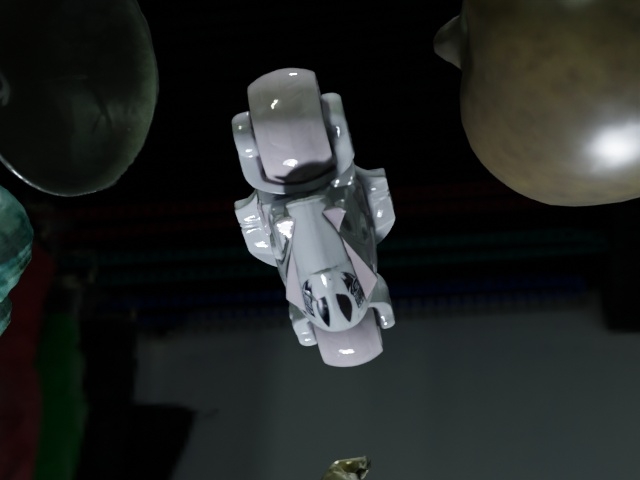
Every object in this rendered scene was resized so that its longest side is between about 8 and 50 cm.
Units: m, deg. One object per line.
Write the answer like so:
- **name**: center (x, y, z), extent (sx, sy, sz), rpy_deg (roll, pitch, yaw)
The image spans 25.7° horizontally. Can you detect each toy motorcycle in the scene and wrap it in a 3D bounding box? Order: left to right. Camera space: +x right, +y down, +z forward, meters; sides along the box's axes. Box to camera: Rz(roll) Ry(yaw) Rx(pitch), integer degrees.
- **toy motorcycle**: center (0.000, 0.000, 0.945), extent (0.112, 0.112, 0.254), rpy_deg (-84, -16, -46)

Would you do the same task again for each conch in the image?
- **conch**: center (-0.427, 0.051, 1.703), extent (0.196, 0.134, 0.202), rpy_deg (-16, -48, -41)

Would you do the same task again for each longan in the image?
- **longan**: center (0.239, -0.165, 1.260), extent (0.243, 0.300, 0.300), rpy_deg (-34, -54, -40)

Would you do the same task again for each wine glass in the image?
- **wine glass**: center (-0.410, -0.161, 1.575), extent (0.267, 0.406, 0.267), rpy_deg (8, -100, -49)

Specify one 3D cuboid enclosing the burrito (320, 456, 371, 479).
- **burrito**: center (-0.002, 0.277, 1.206), extent (0.063, 0.058, 0.229), rpy_deg (48, 136, 31)
